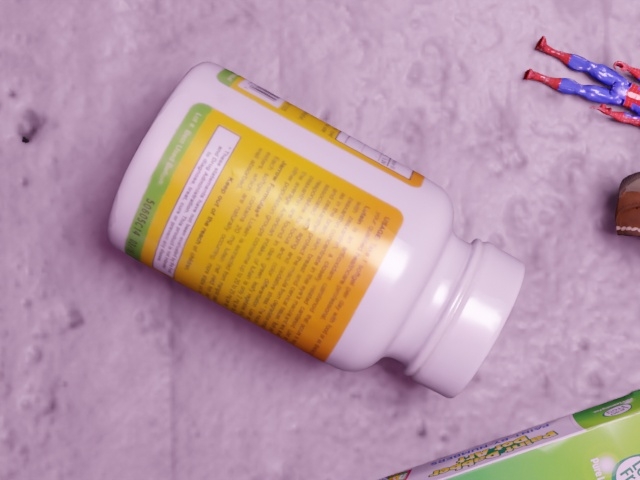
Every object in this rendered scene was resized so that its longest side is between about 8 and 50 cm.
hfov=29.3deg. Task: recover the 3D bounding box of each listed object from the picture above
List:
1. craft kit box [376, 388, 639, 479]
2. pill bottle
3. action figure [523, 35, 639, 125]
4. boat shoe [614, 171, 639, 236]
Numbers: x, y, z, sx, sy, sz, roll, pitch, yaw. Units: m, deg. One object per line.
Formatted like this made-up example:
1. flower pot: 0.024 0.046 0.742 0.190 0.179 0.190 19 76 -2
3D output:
1. craft kit box: 0.153 0.261 0.845 0.246 0.061 0.250 -20 94 2
2. pill bottle: 0.000 0.000 0.788 0.245 0.136 0.136 29 96 1
3. action figure: 0.197 -0.102 0.825 0.115 0.030 0.038 21 90 -1
4. boat shoe: 0.323 0.017 0.714 0.324 0.122 0.120 10 98 43
